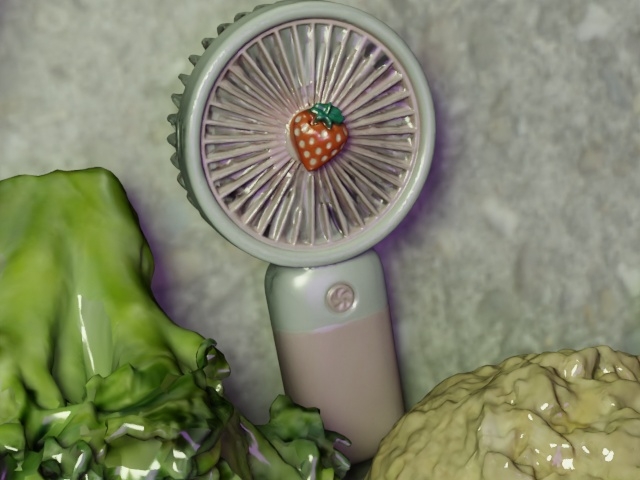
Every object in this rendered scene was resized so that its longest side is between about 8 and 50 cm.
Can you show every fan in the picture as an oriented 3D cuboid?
[{"bbox_3d":[0.000,0.000,0.695,0.130,0.074,0.244,-16,107,-18],"label":"fan"}]

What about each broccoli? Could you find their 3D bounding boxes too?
[{"bbox_3d":[-0.133,0.091,0.610,0.248,0.245,0.288,-21,135,14],"label":"broccoli"}]

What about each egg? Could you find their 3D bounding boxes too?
[{"bbox_3d":[0.154,0.194,0.672,0.310,0.279,0.279,38,84,-18],"label":"egg"}]
